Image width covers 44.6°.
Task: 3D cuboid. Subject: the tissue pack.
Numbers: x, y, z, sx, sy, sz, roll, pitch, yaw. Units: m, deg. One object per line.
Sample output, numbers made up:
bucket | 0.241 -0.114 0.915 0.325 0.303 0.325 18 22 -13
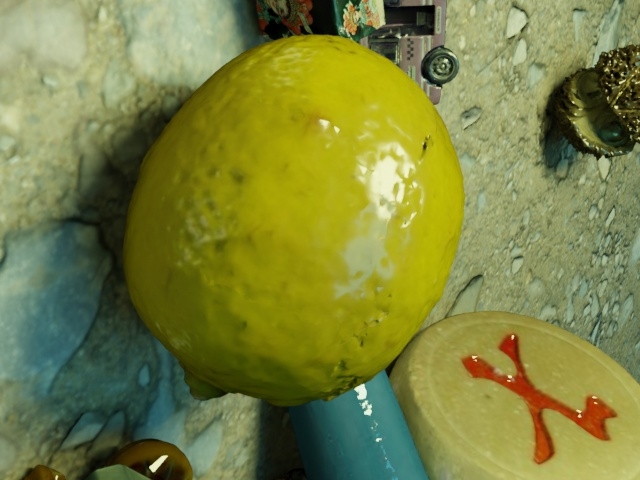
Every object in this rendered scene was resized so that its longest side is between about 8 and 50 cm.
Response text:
tissue pack | -0.010 -0.251 0.634 0.090 0.103 0.170 -35 129 -37

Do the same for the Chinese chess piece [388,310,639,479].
Chinese chess piece | 0.238 0.231 0.935 0.338 0.338 0.140 -26 139 -43

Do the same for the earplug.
earplug | 0.039 0.218 0.799 0.132 0.132 0.273 -14 84 -48

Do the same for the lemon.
lemon | -0.016 -0.017 0.601 0.284 0.260 0.260 -43 133 -27

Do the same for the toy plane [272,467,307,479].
toy plane | 0.046 0.395 0.905 0.316 0.103 0.204 27 83 -31

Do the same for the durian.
durian | 0.439 -0.214 1.139 0.196 0.196 0.167 -46 116 -31

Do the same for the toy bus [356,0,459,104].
toy bus | 0.070 -0.228 0.729 0.108 0.096 0.199 -4 117 -3

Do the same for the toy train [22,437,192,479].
toy train | -0.111 0.327 0.639 0.231 0.163 0.369 -49 125 -4
